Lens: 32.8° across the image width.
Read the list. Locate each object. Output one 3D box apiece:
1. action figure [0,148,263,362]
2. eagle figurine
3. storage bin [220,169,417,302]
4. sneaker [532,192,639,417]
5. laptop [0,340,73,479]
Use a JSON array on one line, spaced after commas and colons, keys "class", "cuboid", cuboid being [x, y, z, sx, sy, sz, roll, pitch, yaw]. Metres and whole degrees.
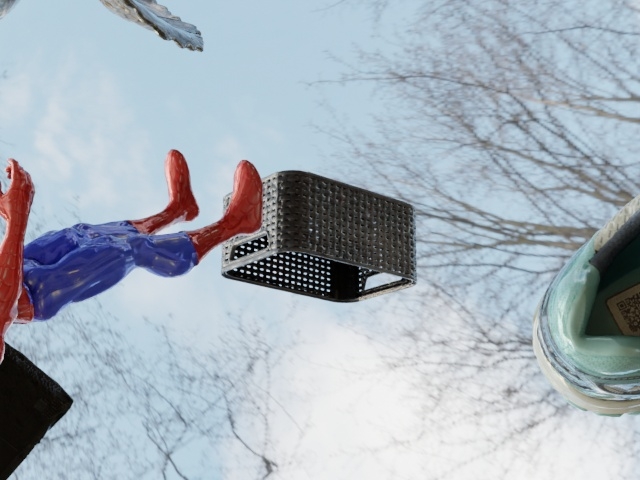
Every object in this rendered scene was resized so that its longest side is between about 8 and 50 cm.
[{"class": "action figure", "cuboid": [-0.152, -0.012, 0.558, 0.280, 0.091, 0.139, -37, -54, -45]}, {"class": "eagle figurine", "cuboid": [-0.239, -0.267, 0.983, 0.225, 0.226, 0.298, 22, -127, -49]}, {"class": "storage bin", "cuboid": [0.000, 0.000, 1.099, 0.180, 0.122, 0.084, 14, -112, -38]}, {"class": "sneaker", "cuboid": [0.223, -0.013, 0.498, 0.283, 0.122, 0.110, -38, -109, 6]}, {"class": "laptop", "cuboid": [-0.378, 0.150, 0.885, 0.234, 0.136, 0.264, 42, -100, -11]}]
